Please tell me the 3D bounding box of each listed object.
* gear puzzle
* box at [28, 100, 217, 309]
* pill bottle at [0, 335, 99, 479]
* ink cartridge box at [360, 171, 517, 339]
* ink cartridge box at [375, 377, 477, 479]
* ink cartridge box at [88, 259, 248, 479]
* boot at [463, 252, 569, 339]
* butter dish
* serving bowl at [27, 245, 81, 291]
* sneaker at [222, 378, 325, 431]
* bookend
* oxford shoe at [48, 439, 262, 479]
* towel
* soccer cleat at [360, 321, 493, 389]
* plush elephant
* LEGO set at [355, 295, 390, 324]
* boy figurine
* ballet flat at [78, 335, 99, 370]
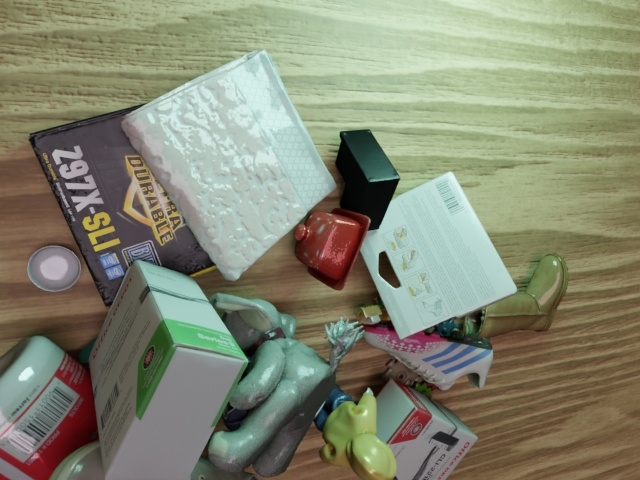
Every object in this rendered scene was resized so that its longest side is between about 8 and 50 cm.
[{"bbox_3d":[0.250,0.349,1.147,0.339,0.044,0.175,-41,112,-11],"label":"gear puzzle"},{"bbox_3d":[-0.321,-0.072,0.825,0.257,0.079,0.322,-21,106,-16],"label":"box"},{"bbox_3d":[-0.417,0.376,0.781,0.229,0.229,0.408,-43,113,-10],"label":"pill bottle"},{"bbox_3d":[0.234,0.034,0.993,0.261,0.066,0.296,-24,71,6],"label":"ink cartridge box"},{"bbox_3d":[0.219,0.479,1.086,0.273,0.114,0.197,35,94,-34],"label":"ink cartridge box"},{"bbox_3d":[-0.255,0.186,0.710,0.121,0.289,0.211,23,98,-36],"label":"ink cartridge box"},{"bbox_3d":[0.515,0.147,1.185,0.269,0.089,0.236,3,99,-27],"label":"boot"},{"bbox_3d":[0.000,0.000,0.917,0.118,0.160,0.160,22,91,-30],"label":"butter dish"},{"bbox_3d":[-0.474,0.048,0.810,0.083,0.027,0.083,-4,100,-21],"label":"serving bowl"},{"bbox_3d":[-0.103,0.345,0.981,0.226,0.086,0.163,-34,113,-12],"label":"sneaker"},{"bbox_3d":[0.085,-0.125,0.967,0.072,0.156,0.157,-9,143,-20],"label":"bookend"},{"bbox_3d":[-0.218,0.420,0.725,0.449,0.130,0.169,47,48,-44],"label":"oxford shoe"},{"bbox_3d":[-0.141,-0.146,0.840,0.317,0.053,0.332,-43,116,-29],"label":"towel"},{"bbox_3d":[0.251,0.277,1.063,0.331,0.116,0.143,10,88,-9],"label":"soccer cleat"},{"bbox_3d":[-0.115,0.221,0.827,0.330,0.255,0.272,-53,153,-10],"label":"plush elephant"},{"bbox_3d":[0.220,0.123,1.066,0.287,0.132,0.107,-8,85,3],"label":"LEGO set"},{"bbox_3d":[0.066,0.396,0.951,0.092,0.285,0.177,41,80,-23],"label":"boy figurine"},{"bbox_3d":[-0.359,0.175,0.868,0.206,0.073,0.067,-37,138,-9],"label":"ballet flat"}]
